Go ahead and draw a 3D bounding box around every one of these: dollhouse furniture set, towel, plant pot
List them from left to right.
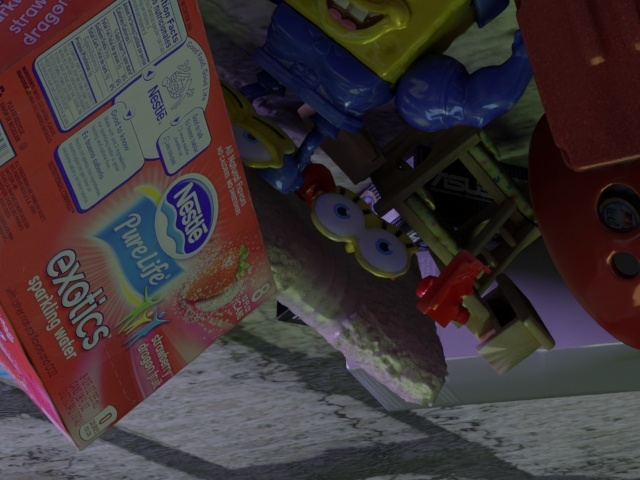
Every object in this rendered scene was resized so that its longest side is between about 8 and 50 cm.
[{"bbox_3d":[0.000,0.000,1.196,0.187,0.282,0.049,38,102,-14],"label":"towel"},{"bbox_3d":[0.094,-0.027,1.222,0.101,0.161,0.182,-38,126,9],"label":"dollhouse furniture set"},{"bbox_3d":[0.260,-0.041,1.184,0.191,0.191,0.174,20,143,-38],"label":"plant pot"},{"bbox_3d":[0.249,0.004,0.982,0.152,0.374,0.201,-17,-177,22],"label":"dollhouse furniture set"}]

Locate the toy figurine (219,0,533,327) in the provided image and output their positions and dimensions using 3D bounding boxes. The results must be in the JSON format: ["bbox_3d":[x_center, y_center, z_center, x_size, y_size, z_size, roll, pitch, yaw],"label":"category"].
[{"bbox_3d":[0.011,-0.140,1.038,0.362,0.217,0.191,41,-177,17],"label":"toy figurine"}]

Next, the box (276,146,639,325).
[{"bbox_3d":[0.112,0.018,1.485,0.216,0.060,0.270,11,155,-23],"label":"box"}]

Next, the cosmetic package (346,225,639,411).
[{"bbox_3d":[0.148,0.066,1.392,0.238,0.107,0.127,-8,155,14],"label":"cosmetic package"}]

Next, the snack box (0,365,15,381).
[{"bbox_3d":[-0.262,0.024,1.475,0.187,0.060,0.322,25,149,-23],"label":"snack box"}]

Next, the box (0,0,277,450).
[{"bbox_3d":[-0.139,-0.047,0.900,0.154,0.142,0.300,-39,150,-15],"label":"box"}]
